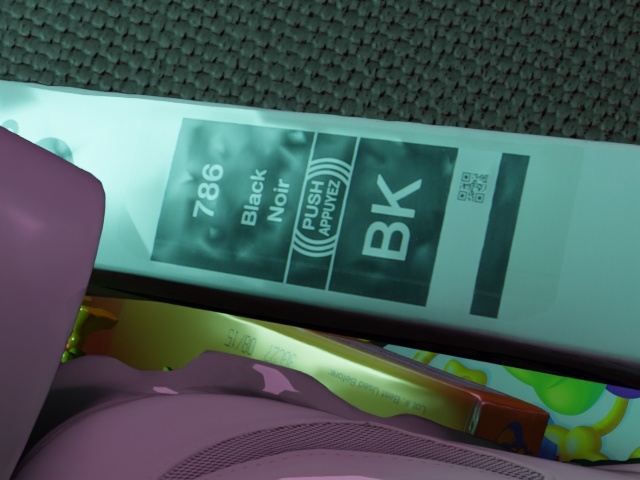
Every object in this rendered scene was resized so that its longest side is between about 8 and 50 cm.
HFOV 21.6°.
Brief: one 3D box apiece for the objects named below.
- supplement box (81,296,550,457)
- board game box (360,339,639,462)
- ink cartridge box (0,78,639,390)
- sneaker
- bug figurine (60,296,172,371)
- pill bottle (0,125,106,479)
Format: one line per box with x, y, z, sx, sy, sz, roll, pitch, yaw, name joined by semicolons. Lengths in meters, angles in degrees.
-0.012;0.077;0.799;0.233;0.078;0.080;19;1;37;supplement box
0.091;0.066;0.952;0.275;0.142;0.144;18;3;16;board game box
0.000;0.000;0.560;0.332;0.065;0.165;7;-6;30;ink cartridge box
0.082;0.108;0.400;0.330;0.122;0.146;7;7;-15;sneaker
-0.153;0.047;0.603;0.216;0.072;0.279;26;2;33;bug figurine
-0.204;-0.014;0.373;0.283;0.161;0.161;26;0;-16;pill bottle
